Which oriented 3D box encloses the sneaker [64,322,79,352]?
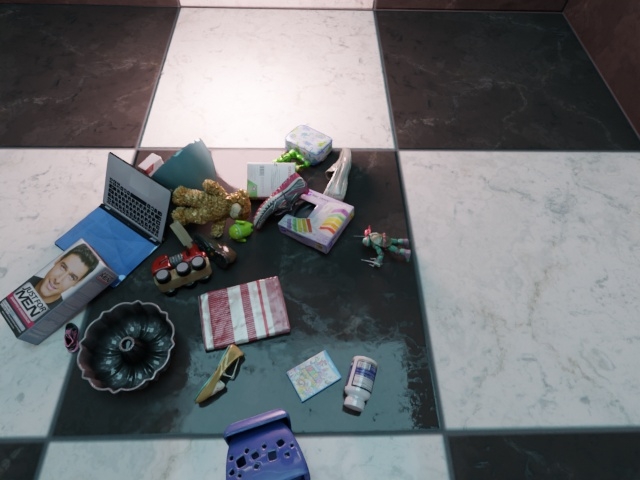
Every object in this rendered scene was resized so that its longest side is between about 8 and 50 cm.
[{"bbox_3d":[-0.931,0.354,1.530,0.047,0.057,0.119,-20,59,-12],"label":"sneaker"}]

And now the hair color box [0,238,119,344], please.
[{"bbox_3d":[-0.996,0.191,1.572,0.185,0.114,0.374,39,72,21],"label":"hair color box"}]

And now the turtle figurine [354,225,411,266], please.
[{"bbox_3d":[0.260,0.025,1.749,0.233,0.118,0.175,8,57,-3],"label":"turtle figurine"}]

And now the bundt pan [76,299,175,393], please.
[{"bbox_3d":[-0.672,0.390,1.475,0.330,0.124,0.331,0,57,-1],"label":"bundt pan"}]

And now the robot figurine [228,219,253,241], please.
[{"bbox_3d":[-0.347,-0.044,1.785,0.067,0.101,0.115,28,36,33],"label":"robot figurine"}]

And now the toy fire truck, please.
[{"bbox_3d":[-0.583,0.065,1.679,0.216,0.159,0.246,-21,51,-14],"label":"toy fire truck"}]

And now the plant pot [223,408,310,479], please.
[{"bbox_3d":[-0.171,0.665,1.259,0.235,0.236,0.212,-15,52,-11],"label":"plant pot"}]

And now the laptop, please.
[{"bbox_3d":[-0.870,-0.095,1.721,0.381,0.408,0.236,30,28,16],"label":"laptop"}]

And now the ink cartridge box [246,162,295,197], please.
[{"bbox_3d":[-0.225,-0.271,1.896,0.219,0.092,0.161,1,87,-2],"label":"ink cartridge box"}]

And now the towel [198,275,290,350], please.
[{"bbox_3d":[-0.299,0.284,1.609,0.328,0.037,0.237,-12,61,-7],"label":"towel"}]

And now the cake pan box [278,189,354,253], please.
[{"bbox_3d":[-0.020,-0.094,1.824,0.266,0.070,0.246,25,58,23],"label":"cake pan box"}]

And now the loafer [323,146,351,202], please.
[{"bbox_3d":[0.080,-0.321,1.961,0.111,0.112,0.320,14,58,-3],"label":"loafer"}]

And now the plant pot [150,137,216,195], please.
[{"bbox_3d":[-0.584,-0.291,1.851,0.195,0.290,0.290,50,63,-14],"label":"plant pot"}]

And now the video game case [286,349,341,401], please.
[{"bbox_3d":[-0.023,0.490,1.496,0.166,0.015,0.119,-26,62,-17],"label":"video game case"}]

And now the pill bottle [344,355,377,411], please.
[{"bbox_3d":[0.138,0.503,1.446,0.094,0.094,0.170,16,59,8],"label":"pill bottle"}]

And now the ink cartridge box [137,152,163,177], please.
[{"bbox_3d":[-0.775,-0.320,1.919,0.056,0.135,0.099,26,60,18],"label":"ink cartridge box"}]

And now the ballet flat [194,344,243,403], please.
[{"bbox_3d":[-0.353,0.481,1.458,0.073,0.080,0.232,32,62,0],"label":"ballet flat"}]

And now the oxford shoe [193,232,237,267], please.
[{"bbox_3d":[-0.447,0.032,1.750,0.227,0.083,0.096,33,38,21],"label":"oxford shoe"}]

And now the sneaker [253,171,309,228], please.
[{"bbox_3d":[-0.178,-0.158,1.795,0.299,0.121,0.112,-44,98,3],"label":"sneaker"}]

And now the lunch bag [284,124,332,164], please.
[{"bbox_3d":[-0.056,-0.484,2.069,0.218,0.090,0.176,30,58,17],"label":"lunch bag"}]

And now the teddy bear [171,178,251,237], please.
[{"bbox_3d":[-0.464,-0.140,1.759,0.337,0.113,0.245,18,91,-20],"label":"teddy bear"}]

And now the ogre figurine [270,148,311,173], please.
[{"bbox_3d":[-0.159,-0.366,1.995,0.197,0.097,0.118,-35,77,9],"label":"ogre figurine"}]
